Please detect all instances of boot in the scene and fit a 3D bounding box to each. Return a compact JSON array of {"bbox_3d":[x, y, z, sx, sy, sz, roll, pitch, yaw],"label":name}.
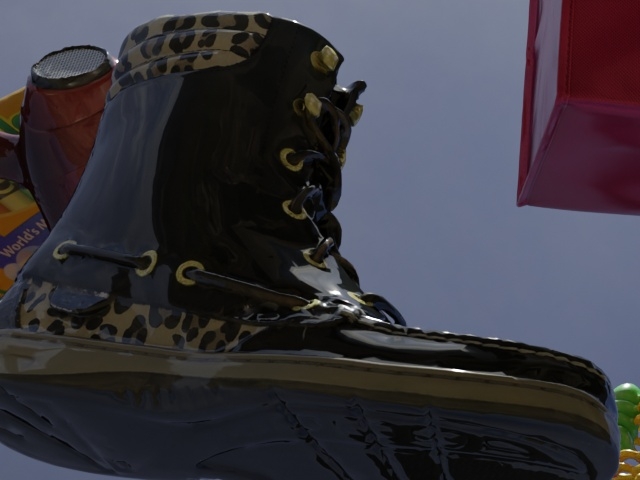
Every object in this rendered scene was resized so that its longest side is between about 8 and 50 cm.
[{"bbox_3d":[-0.001,-0.001,0.606,0.236,0.085,0.179,3,-125,22],"label":"boot"}]

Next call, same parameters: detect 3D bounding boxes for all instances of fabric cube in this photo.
[{"bbox_3d":[0.285,-0.164,1.211,0.258,0.254,0.259,5,-103,3],"label":"fabric cube"}]

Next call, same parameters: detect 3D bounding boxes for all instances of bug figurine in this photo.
[{"bbox_3d":[0.240,0.244,1.523,0.072,0.279,0.216,19,-136,14],"label":"bug figurine"}]

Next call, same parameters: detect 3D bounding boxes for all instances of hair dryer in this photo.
[{"bbox_3d":[-0.194,-0.062,1.085,0.293,0.223,0.080,50,-131,-2],"label":"hair dryer"}]

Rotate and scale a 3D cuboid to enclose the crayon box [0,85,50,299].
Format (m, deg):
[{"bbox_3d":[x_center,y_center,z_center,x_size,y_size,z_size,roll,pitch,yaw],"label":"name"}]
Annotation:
[{"bbox_3d":[-0.211,0.003,1.269,0.323,0.083,0.203,35,-138,19],"label":"crayon box"}]
